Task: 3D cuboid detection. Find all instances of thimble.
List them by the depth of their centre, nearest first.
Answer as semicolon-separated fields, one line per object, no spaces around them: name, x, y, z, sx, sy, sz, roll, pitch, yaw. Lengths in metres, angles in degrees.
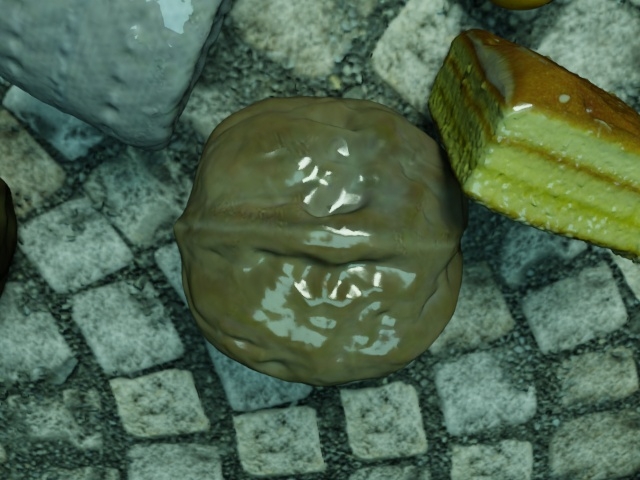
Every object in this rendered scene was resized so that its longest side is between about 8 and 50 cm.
thimble;-0.150;-0.199;0.541;0.157;0.217;0.245;23;156;-14

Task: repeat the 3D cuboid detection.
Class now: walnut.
walnut;0.000;-0.003;0.642;0.273;0.227;0.273;1;116;2

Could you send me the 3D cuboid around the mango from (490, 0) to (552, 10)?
mango;0.179;-0.280;0.590;0.111;0.089;0.163;11;107;-6

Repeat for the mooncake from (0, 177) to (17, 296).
mooncake;-0.385;0.042;0.623;0.156;0.284;0.284;16;114;-9

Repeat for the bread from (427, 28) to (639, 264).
bread;0.196;-0.095;0.599;0.184;0.234;0.110;21;116;-12
